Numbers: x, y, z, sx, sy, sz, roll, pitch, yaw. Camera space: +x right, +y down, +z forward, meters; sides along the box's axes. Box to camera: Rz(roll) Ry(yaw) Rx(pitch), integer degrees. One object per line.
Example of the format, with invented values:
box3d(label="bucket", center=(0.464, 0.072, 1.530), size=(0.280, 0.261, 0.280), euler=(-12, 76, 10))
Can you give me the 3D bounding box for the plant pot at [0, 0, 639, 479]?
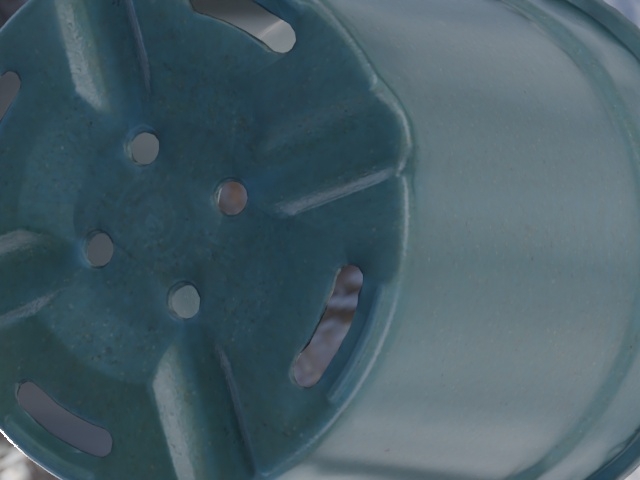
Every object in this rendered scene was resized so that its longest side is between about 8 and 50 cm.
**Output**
box3d(label="plant pot", center=(0.000, 0.000, 0.987), size=(0.334, 0.341, 0.341), euler=(3, -124, -63))
